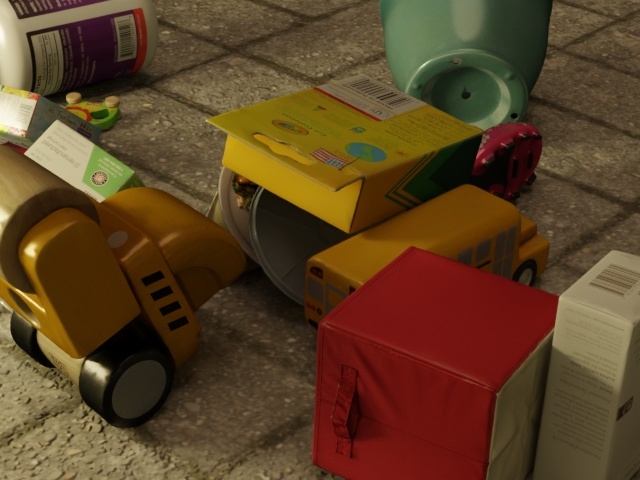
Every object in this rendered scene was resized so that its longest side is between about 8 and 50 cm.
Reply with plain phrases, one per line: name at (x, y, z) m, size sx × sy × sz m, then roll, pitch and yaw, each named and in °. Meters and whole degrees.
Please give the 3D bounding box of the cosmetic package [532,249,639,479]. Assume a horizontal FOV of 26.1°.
cosmetic package at (0.281, 0.139, 1.357) m, size 0.085 × 0.231 × 0.117 m, roll 21°, pitch 37°, yaw 31°

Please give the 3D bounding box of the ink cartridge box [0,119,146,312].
ink cartridge box at (-0.320, -0.016, 1.644) m, size 0.154 × 0.093 × 0.212 m, roll 34°, pitch 76°, yaw 33°

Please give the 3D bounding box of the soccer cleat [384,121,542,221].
soccer cleat at (0.171, -0.094, 1.870) m, size 0.143 × 0.116 × 0.331 m, roll 24°, pitch 38°, yaw 34°

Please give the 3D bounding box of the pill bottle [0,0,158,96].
pill bottle at (-0.432, -0.323, 2.186) m, size 0.323 × 0.181 × 0.181 m, roll -19°, pitch 36°, yaw -31°

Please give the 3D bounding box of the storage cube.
storage cube at (0.123, 0.147, 1.390) m, size 0.193 × 0.183 × 0.215 m, roll 19°, pitch 34°, yaw 26°

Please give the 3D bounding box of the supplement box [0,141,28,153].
supplement box at (-0.374, -0.048, 1.822) m, size 0.239 × 0.073 × 0.130 m, roll 20°, pitch 36°, yaw 31°

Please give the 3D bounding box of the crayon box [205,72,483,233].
crayon box at (0.027, -0.107, 1.669) m, size 0.202 × 0.081 × 0.318 m, roll 30°, pitch 31°, yaw 28°

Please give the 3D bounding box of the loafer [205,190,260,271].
loafer at (-0.093, -0.049, 1.810) m, size 0.102 × 0.092 × 0.268 m, roll 8°, pitch 31°, yaw 12°

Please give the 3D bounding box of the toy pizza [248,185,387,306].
toy pizza at (0.000, 0.000, 1.694) m, size 0.201 × 0.032 × 0.201 m, roll 13°, pitch 60°, yaw -24°

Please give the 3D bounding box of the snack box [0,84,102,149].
snack box at (-0.444, -0.174, 1.953) m, size 0.207 × 0.070 × 0.174 m, roll 14°, pitch -7°, yaw 22°

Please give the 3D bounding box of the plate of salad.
plate of salad at (-0.038, -0.040, 1.743) m, size 0.200 × 0.048 × 0.200 m, roll 21°, pitch 51°, yaw -27°

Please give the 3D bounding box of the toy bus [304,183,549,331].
toy bus at (0.134, 0.030, 1.641) m, size 0.333 × 0.130 × 0.108 m, roll -25°, pitch 39°, yaw -37°

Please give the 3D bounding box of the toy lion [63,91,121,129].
toy lion at (-0.363, -0.186, 2.106) m, size 0.100 × 0.034 × 0.096 m, roll 6°, pitch 37°, yaw 8°

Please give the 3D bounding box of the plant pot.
plant pot at (0.218, -0.289, 2.086) m, size 0.272 × 0.271 × 0.255 m, roll 3°, pitch 44°, yaw 4°

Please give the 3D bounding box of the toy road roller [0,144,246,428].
toy road roller at (-0.228, 0.012, 1.478) m, size 0.240 × 0.329 × 0.202 m, roll -42°, pitch 46°, yaw -20°
